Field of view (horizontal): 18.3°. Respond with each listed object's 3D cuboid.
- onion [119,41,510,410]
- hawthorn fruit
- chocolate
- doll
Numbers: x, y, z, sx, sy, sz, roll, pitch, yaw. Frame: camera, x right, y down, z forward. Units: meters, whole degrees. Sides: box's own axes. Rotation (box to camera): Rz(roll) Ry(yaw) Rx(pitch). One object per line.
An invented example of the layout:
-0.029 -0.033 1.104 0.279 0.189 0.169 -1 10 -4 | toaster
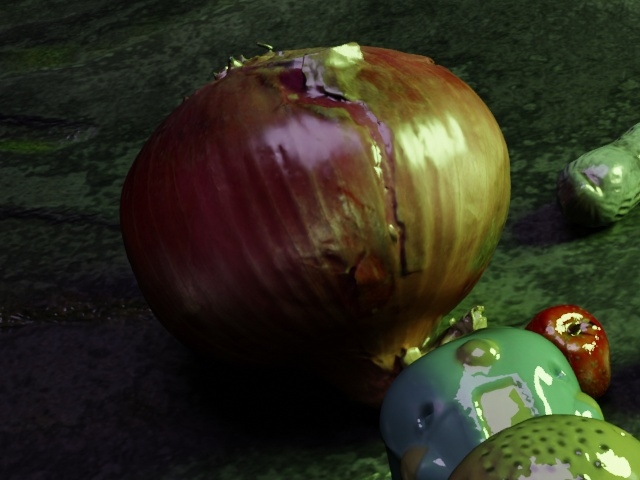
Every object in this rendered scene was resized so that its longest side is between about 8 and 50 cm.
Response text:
0.000 -0.033 1.707 0.354 0.353 0.353 -7 33 4 | onion
0.200 0.095 1.650 0.093 0.093 0.093 -7 33 4 | hawthorn fruit
0.288 -0.064 1.890 0.167 0.072 0.072 -31 38 -31 | chocolate
0.153 0.180 1.467 0.177 0.161 0.260 -14 30 -10 | doll
